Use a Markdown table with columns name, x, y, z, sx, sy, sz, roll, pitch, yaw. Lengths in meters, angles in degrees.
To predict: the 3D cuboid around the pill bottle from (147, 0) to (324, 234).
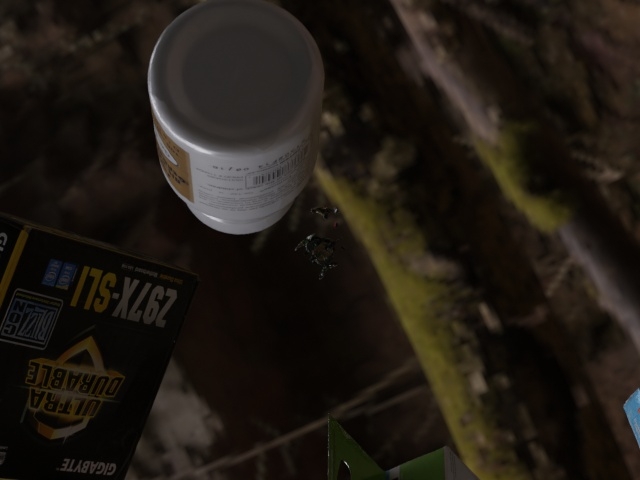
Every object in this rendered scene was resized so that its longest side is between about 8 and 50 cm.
| name | x | y | z | sx | sy | sz | roll | pitch | yaw |
| --- | --- | --- | --- | --- | --- | --- | --- | --- | --- |
| pill bottle | -0.065 | -0.088 | 1.398 | 0.229 | 0.131 | 0.131 | 96 | 157 | -72 |

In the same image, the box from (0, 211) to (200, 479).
| name | x | y | z | sx | sy | sz | roll | pitch | yaw |
| --- | --- | --- | --- | --- | --- | --- | --- | --- | --- |
| box | -0.276 | 0.120 | 1.823 | 0.322 | 0.079 | 0.257 | 21 | -91 | -60 |

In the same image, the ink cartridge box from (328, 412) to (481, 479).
| name | x | y | z | sx | sy | sz | roll | pitch | yaw |
| --- | --- | --- | --- | --- | --- | --- | --- | --- | --- |
| ink cartridge box | 0.114 | 0.327 | 2.090 | 0.255 | 0.097 | 0.188 | 48 | -152 | -34 |

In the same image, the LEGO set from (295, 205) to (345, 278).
| name | x | y | z | sx | sy | sz | roll | pitch | yaw |
| --- | --- | --- | --- | --- | --- | --- | --- | --- | --- |
| LEGO set | 0.003 | -0.001 | 1.941 | 0.054 | 0.083 | 0.023 | 18 | -164 | -15 |

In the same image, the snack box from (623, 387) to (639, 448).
| name | x | y | z | sx | sy | sz | roll | pitch | yaw |
| --- | --- | --- | --- | --- | --- | --- | --- | --- | --- |
| snack box | 0.442 | 0.274 | 1.725 | 0.060 | 0.187 | 0.322 | 108 | 147 | -62 |
